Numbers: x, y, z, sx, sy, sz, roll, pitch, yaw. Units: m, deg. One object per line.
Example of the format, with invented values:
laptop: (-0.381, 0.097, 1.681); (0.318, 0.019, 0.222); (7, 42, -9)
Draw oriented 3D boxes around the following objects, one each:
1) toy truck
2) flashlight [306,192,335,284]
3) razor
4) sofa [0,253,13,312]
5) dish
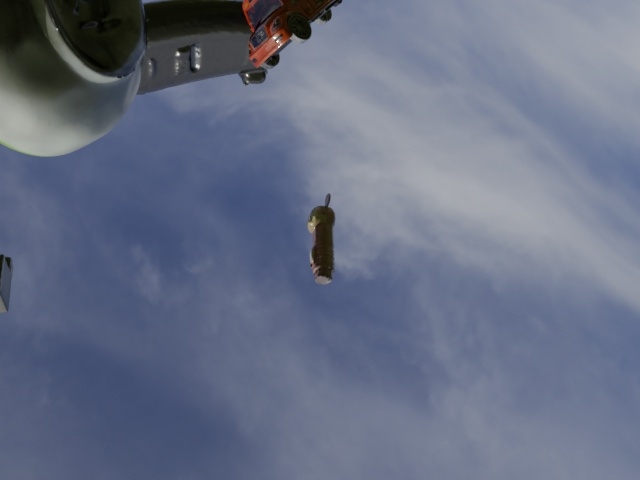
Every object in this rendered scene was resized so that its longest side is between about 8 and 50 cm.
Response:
toy truck: (-0.039, -0.389, 1.218); (0.114, 0.107, 0.252); (50, -128, -12)
flashlight: (0.000, 0.000, 0.827); (0.031, 0.052, 0.110); (10, -130, -13)
razor: (-0.235, -0.360, 1.368); (0.327, 0.189, 0.107); (-12, -117, -21)
sofa: (-0.470, 0.051, 0.935); (0.147, 0.060, 0.085); (-7, -134, -7)
dish: (-0.285, -0.262, 0.831); (0.324, 0.124, 0.324); (-7, -90, -68)
